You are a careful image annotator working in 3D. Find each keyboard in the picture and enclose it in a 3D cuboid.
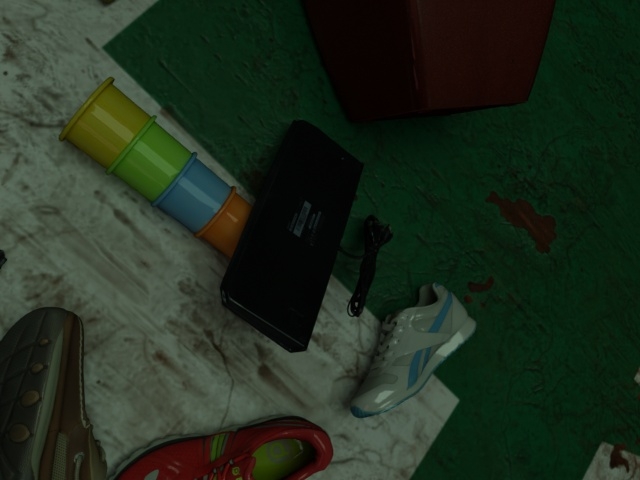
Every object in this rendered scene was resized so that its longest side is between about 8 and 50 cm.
[{"bbox_3d":[0.000,0.000,0.810,0.201,0.033,0.317,36,49,-20],"label":"keyboard"}]

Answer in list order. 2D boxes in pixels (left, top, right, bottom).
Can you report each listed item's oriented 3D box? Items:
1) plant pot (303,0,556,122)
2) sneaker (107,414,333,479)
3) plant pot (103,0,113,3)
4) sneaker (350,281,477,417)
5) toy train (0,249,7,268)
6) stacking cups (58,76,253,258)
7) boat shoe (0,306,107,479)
[{"bbox_3d":[0.148,-0.288,0.867,0.267,0.267,0.235,-10,99,-25],"label":"plant pot"},{"bbox_3d":[-0.113,0.264,0.727,0.279,0.118,0.107,-16,88,-26],"label":"sneaker"},{"bbox_3d":[-0.232,-0.452,0.741,0.187,0.212,0.212,46,67,0],"label":"plant pot"},{"bbox_3d":[0.111,0.149,0.873,0.229,0.087,0.092,-39,92,-31],"label":"sneaker"},{"bbox_3d":[-0.410,-0.017,0.684,0.158,0.027,0.036,41,79,-15],"label":"toy train"},{"bbox_3d":[-0.152,-0.059,0.781,0.316,0.096,0.096,38,69,-20],"label":"stacking cups"},{"bbox_3d":[-0.288,0.232,0.665,0.116,0.123,0.324,20,75,-55],"label":"boat shoe"}]
